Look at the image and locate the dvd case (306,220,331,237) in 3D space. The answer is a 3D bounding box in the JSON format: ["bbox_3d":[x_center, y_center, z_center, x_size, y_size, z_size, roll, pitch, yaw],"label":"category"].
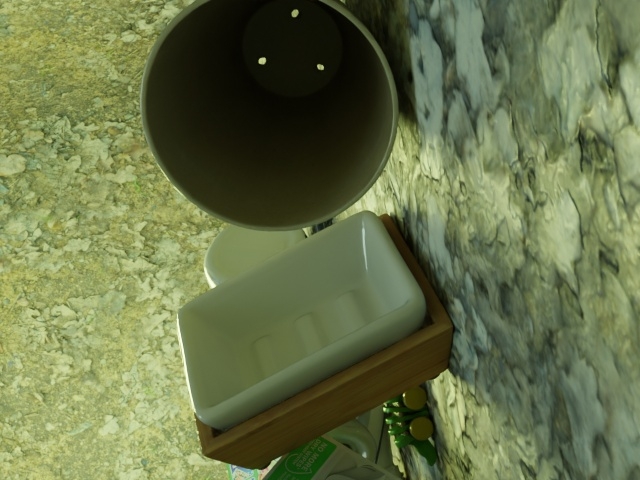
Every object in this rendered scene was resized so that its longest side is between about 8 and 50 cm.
[{"bbox_3d":[0.000,0.000,1.661,0.221,0.018,0.164,-174,72,-82],"label":"dvd case"}]

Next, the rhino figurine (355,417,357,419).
[{"bbox_3d":[0.039,0.268,1.604,0.243,0.073,0.106,85,172,-48],"label":"rhino figurine"}]

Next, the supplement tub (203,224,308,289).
[{"bbox_3d":[-0.086,0.125,1.725,0.193,0.194,0.316,-111,6,-48],"label":"supplement tub"}]

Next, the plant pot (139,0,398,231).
[{"bbox_3d":[-0.044,-0.182,1.048,0.274,0.256,0.256,-83,-14,-65],"label":"plant pot"}]

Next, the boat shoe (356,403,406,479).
[{"bbox_3d":[0.085,0.369,1.378,0.096,0.088,0.267,125,155,-61],"label":"boat shoe"}]

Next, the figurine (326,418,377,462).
[{"bbox_3d":[0.039,0.210,1.360,0.209,0.092,0.215,-103,24,-78],"label":"figurine"}]

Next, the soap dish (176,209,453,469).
[{"bbox_3d":[-0.010,0.111,1.059,0.118,0.291,0.229,61,-178,-35],"label":"soap dish"}]

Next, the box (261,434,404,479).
[{"bbox_3d":[0.056,0.371,1.066,0.231,0.127,0.262,26,144,28],"label":"box"}]

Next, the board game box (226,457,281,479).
[{"bbox_3d":[-0.045,0.441,1.785,0.046,0.317,0.213,17,-132,-46],"label":"board game box"}]

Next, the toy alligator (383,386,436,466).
[{"bbox_3d":[0.099,0.187,1.157,0.056,0.051,0.189,144,114,-80],"label":"toy alligator"}]
